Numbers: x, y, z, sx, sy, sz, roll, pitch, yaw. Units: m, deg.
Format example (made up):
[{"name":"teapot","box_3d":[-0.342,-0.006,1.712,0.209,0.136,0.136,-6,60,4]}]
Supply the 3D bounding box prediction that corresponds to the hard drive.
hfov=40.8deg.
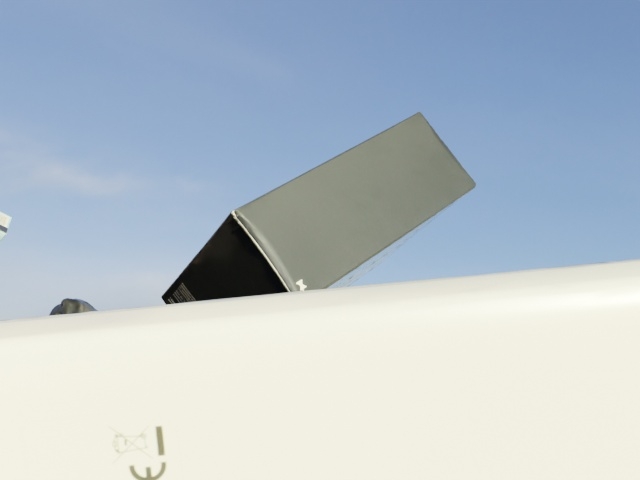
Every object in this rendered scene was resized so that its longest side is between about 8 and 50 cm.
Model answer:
[{"name":"hard drive","box_3d":[0.004,0.136,0.369,0.353,0.233,0.047,-5,12,-5]}]

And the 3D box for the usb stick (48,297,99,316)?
[{"name":"usb stick","box_3d":[-0.138,0.143,0.776,0.045,0.077,0.278,-16,-42,33]}]

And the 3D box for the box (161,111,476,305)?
[{"name":"box","box_3d":[0.000,0.000,0.834,0.261,0.103,0.184,-32,-5,-39]}]

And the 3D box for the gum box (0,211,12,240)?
[{"name":"gum box","box_3d":[-0.555,-0.002,1.219,0.157,0.041,0.184,31,-58,-27]}]
